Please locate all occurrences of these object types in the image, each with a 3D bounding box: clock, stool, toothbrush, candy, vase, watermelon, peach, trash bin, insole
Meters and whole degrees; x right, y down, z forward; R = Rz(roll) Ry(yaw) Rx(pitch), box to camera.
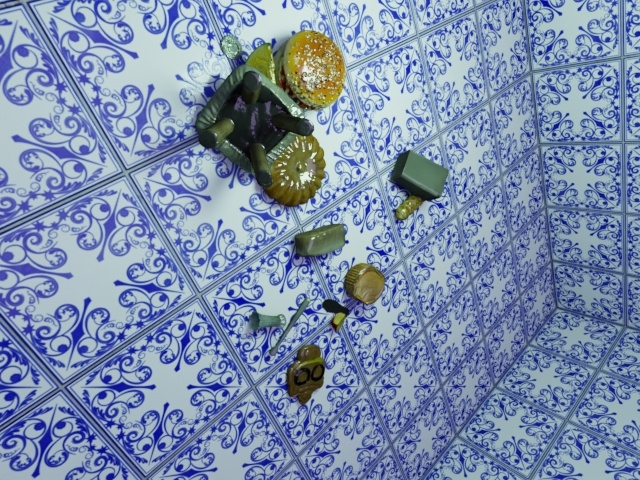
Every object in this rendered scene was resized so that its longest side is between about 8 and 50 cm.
[{"bbox_3d":[-0.309,-0.675,1.419,0.083,0.010,0.074,42,73,-36],"label":"clock"},{"bbox_3d":[-0.222,-0.379,1.343,0.310,0.226,0.310,36,100,-24],"label":"stool"},{"bbox_3d":[-0.131,0.370,1.765,0.030,0.031,0.297,40,72,-17],"label":"toothbrush"},{"bbox_3d":[0.000,0.000,1.741,0.234,0.102,0.104,-19,111,-35],"label":"candy"},{"bbox_3d":[-0.211,0.333,1.666,0.149,0.081,0.080,11,93,-41],"label":"vase"},{"bbox_3d":[-0.202,-0.539,1.453,0.123,0.129,0.300,-26,121,-36],"label":"watermelon"},{"bbox_3d":[0.084,0.379,1.915,0.083,0.050,0.077,-61,154,3],"label":"peach"},{"bbox_3d":[0.485,-0.318,1.993,0.241,0.122,0.163,23,77,-20],"label":"trash bin"},{"bbox_3d":[0.075,0.323,1.927,0.189,0.004,0.064,32,80,-37],"label":"insole"}]

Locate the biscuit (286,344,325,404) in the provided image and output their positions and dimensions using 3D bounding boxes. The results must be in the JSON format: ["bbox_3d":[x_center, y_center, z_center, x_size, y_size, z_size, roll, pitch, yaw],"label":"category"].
[{"bbox_3d":[-0.063,0.620,1.861,0.209,0.041,0.289,-2,100,-36],"label":"biscuit"}]

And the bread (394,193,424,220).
[{"bbox_3d":[0.515,-0.225,2.106,0.368,0.084,0.077,-39,79,-23],"label":"bread"}]

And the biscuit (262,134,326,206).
[{"bbox_3d":[-0.100,-0.294,1.607,0.326,0.107,0.324,-6,100,-38],"label":"biscuit"}]

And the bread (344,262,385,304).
[{"bbox_3d":[0.210,0.203,1.946,0.199,0.104,0.198,-8,106,-32],"label":"bread"}]

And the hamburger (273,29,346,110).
[{"bbox_3d":[-0.034,-0.637,1.536,0.301,0.176,0.299,-7,102,-36],"label":"hamburger"}]
